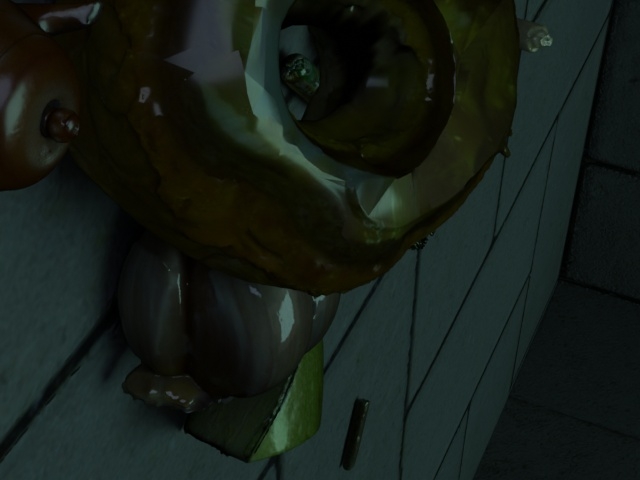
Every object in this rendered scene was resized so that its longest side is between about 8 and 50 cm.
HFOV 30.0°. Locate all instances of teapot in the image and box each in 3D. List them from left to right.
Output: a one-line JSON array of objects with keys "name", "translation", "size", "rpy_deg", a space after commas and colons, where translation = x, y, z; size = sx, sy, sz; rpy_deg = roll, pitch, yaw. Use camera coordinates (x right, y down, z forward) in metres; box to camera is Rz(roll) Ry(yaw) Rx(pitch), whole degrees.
[{"name": "teapot", "translation": [-0.172, -0.067, 0.603], "size": [0.116, 0.116, 0.173], "rpy_deg": [81, 31, -54]}]

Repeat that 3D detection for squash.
[{"name": "squash", "translation": [-0.029, 0.120, 1.088], "size": [0.184, 0.085, 0.192], "rpy_deg": [-63, -157, -10]}]

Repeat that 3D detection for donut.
[{"name": "donut", "translation": [-0.005, -0.111, 0.788], "size": [0.330, 0.160, 0.330], "rpy_deg": [-12, 111, -35]}]

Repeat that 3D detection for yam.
[{"name": "yam", "translation": [0.052, 0.288, 1.773], "size": [0.021, 0.021, 0.116], "rpy_deg": [-29, 134, -66]}]

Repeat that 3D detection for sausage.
[{"name": "sausage", "translation": [0.006, -0.144, 1.203], "size": [0.269, 0.032, 0.033], "rpy_deg": [23, 84, -73]}]

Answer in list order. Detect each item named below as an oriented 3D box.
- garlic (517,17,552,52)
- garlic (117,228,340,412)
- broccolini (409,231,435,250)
[{"name": "garlic", "translation": [0.127, -0.227, 1.178], "size": [0.199, 0.226, 0.199], "rpy_deg": [-47, 146, -46]}, {"name": "garlic", "translation": [-0.057, 0.030, 0.966], "size": [0.214, 0.160, 0.191], "rpy_deg": [-36, 145, -58]}, {"name": "broccolini", "translation": [0.119, -0.059, 1.579], "size": [0.091, 0.068, 0.203], "rpy_deg": [-46, 153, -17]}]
